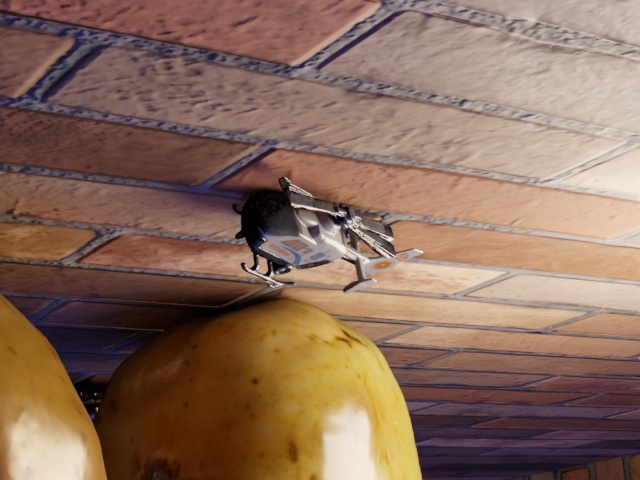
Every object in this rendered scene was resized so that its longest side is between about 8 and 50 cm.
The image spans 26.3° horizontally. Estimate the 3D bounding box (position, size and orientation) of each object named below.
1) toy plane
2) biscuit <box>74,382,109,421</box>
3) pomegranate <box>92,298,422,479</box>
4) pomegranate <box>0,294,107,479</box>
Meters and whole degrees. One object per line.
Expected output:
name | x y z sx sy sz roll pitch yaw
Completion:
toy plane | 0.000 0.000 1.004 0.078 0.053 0.197 -23 153 26
biscuit | -0.257 0.205 1.632 0.194 0.053 0.194 -4 164 -1
pomegranate | -0.053 0.219 1.274 0.332 0.333 0.332 -4 164 -1
pomegranate | -0.353 0.188 0.971 0.410 0.410 0.410 -4 164 -1
